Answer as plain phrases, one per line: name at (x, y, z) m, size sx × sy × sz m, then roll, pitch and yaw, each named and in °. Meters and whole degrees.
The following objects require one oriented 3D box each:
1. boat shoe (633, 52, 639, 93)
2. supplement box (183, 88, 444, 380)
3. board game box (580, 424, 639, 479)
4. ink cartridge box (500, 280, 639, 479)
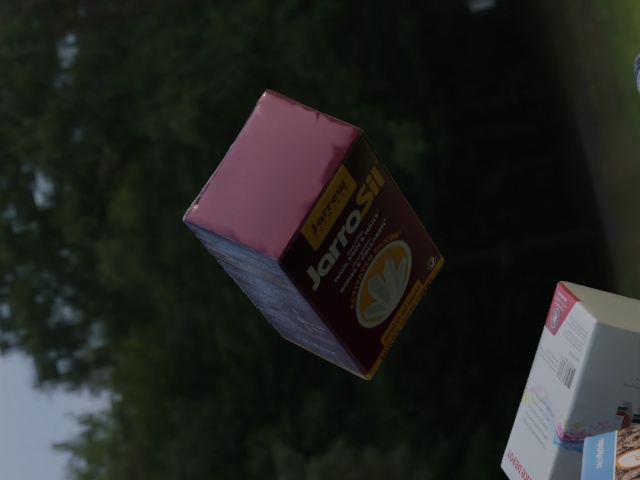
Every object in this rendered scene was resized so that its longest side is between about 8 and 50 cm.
boat shoe at (0.363, -0.135, 1.662) m, size 0.083 × 0.183 × 0.065 m, roll -80°, pitch 2°, yaw -71°
supplement box at (0.000, 0.000, 1.256) m, size 0.104 × 0.081 × 0.188 m, roll -58°, pitch -31°, yaw -14°
board game box at (0.342, 0.210, 1.365) m, size 0.232 × 0.291 × 0.141 m, roll -62°, pitch -46°, yaw -70°
ink cartridge box at (0.245, 0.145, 1.602) m, size 0.128 × 0.127 × 0.176 m, roll -120°, pitch 45°, yaw -73°
